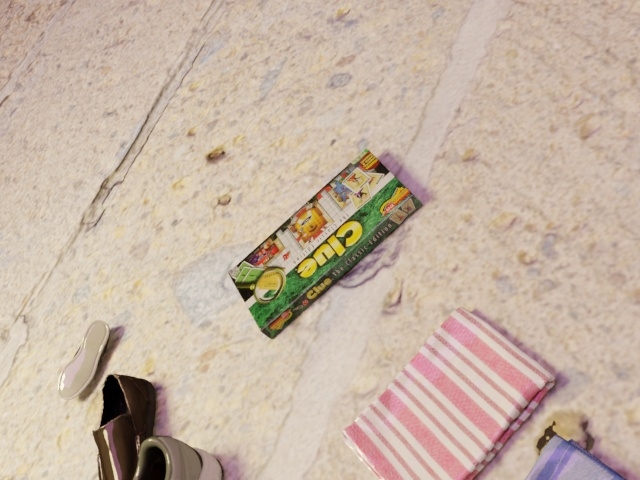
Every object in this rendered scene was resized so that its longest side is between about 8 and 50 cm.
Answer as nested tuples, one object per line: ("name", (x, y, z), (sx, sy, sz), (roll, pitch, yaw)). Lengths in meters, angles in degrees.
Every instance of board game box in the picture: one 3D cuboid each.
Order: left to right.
("board game box", (0.000, 0.000, 1.047), (0.259, 0.030, 0.136), (-42, 43, 4))

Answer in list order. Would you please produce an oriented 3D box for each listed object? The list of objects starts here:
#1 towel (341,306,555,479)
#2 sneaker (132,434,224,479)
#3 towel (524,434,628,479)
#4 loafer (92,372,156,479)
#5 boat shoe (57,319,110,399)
("towel", (0.125, 0.171, 0.806), (0.197, 0.029, 0.144), (-48, 42, -3))
("sneaker", (-0.188, 0.340, 0.856), (0.100, 0.108, 0.272), (-19, 44, 27))
("towel", (0.185, 0.318, 0.636), (0.285, 0.034, 0.209), (-50, 42, -5))
("loafer", (-0.258, 0.262, 1.006), (0.080, 0.078, 0.220), (-31, 43, 15))
("boat shoe", (-0.349, 0.179, 1.179), (0.046, 0.038, 0.125), (19, 71, 1))
